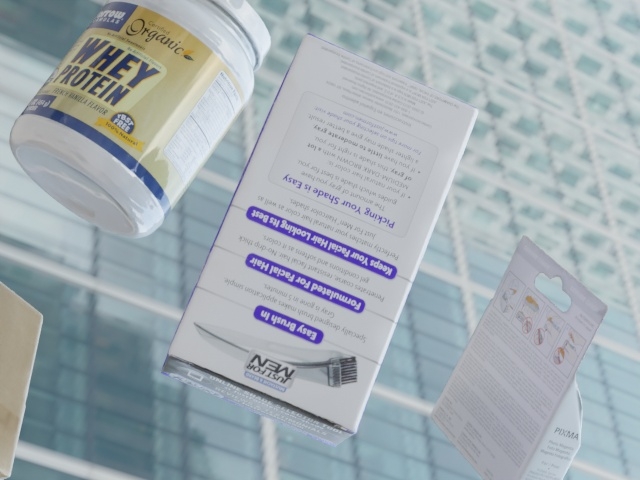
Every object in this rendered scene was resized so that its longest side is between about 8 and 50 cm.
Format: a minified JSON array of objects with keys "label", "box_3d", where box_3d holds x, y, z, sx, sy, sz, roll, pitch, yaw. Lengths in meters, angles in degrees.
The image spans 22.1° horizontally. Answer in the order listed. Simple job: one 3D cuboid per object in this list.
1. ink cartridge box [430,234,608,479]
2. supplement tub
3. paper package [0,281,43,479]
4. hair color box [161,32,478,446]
[{"label":"ink cartridge box","box_3d":[0.219,0.139,1.707,0.232,0.066,0.189,-61,-149,12]},{"label":"supplement tub","box_3d":[-0.228,-0.186,2.130,0.316,0.228,0.228,-57,-157,-19]},{"label":"paper package","box_3d":[-0.535,0.140,2.051,0.168,0.325,0.309,-30,-145,26]},{"label":"hair color box","box_3d":[0.000,0.000,1.540,0.110,0.185,0.338,124,-11,-71]}]
